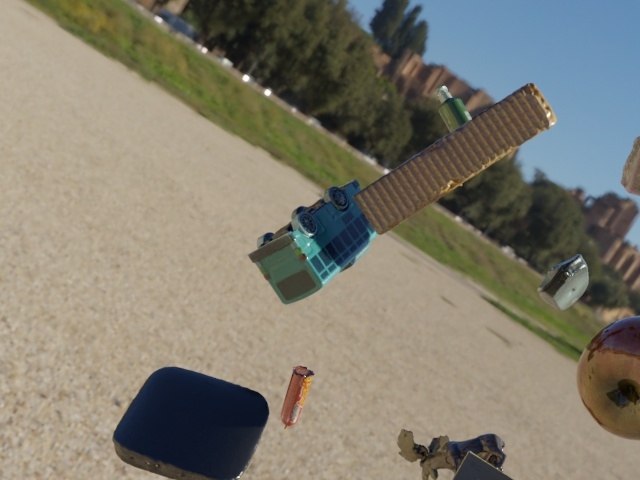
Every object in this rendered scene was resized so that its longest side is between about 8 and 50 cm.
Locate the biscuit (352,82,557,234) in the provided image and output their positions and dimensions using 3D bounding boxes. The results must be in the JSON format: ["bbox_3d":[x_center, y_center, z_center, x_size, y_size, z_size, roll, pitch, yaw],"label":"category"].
[{"bbox_3d":[0.239,-0.144,1.631,0.094,0.378,0.054,57,4,2],"label":"biscuit"}]

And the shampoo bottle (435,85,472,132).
[{"bbox_3d":[0.332,-0.279,2.191,0.204,0.065,0.065,63,13,15],"label":"shampoo bottle"}]

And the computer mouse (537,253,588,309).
[{"bbox_3d":[0.503,0.082,1.927,0.068,0.113,0.229,46,0,26],"label":"computer mouse"}]

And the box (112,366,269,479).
[{"bbox_3d":[-0.190,0.276,1.379,0.212,0.042,0.201,12,35,13],"label":"box"}]

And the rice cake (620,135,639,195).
[{"bbox_3d":[0.455,-0.169,1.195,0.070,0.064,0.399,0,-28,9],"label":"rice cake"}]

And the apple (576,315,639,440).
[{"bbox_3d":[0.492,0.208,1.397,0.188,0.188,0.174,36,29,31],"label":"apple"}]

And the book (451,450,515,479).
[{"bbox_3d":[0.281,0.507,1.686,0.138,0.199,0.016,32,-16,7],"label":"book"}]

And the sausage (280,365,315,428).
[{"bbox_3d":[-0.054,0.331,1.904,0.048,0.145,0.050,17,20,-2],"label":"sausage"}]

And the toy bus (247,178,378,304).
[{"bbox_3d":[0.000,0.000,1.715,0.147,0.128,0.256,57,41,-6],"label":"toy bus"}]

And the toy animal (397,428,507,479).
[{"bbox_3d":[0.265,0.435,1.839,0.186,0.214,0.094,-98,166,-53],"label":"toy animal"}]
